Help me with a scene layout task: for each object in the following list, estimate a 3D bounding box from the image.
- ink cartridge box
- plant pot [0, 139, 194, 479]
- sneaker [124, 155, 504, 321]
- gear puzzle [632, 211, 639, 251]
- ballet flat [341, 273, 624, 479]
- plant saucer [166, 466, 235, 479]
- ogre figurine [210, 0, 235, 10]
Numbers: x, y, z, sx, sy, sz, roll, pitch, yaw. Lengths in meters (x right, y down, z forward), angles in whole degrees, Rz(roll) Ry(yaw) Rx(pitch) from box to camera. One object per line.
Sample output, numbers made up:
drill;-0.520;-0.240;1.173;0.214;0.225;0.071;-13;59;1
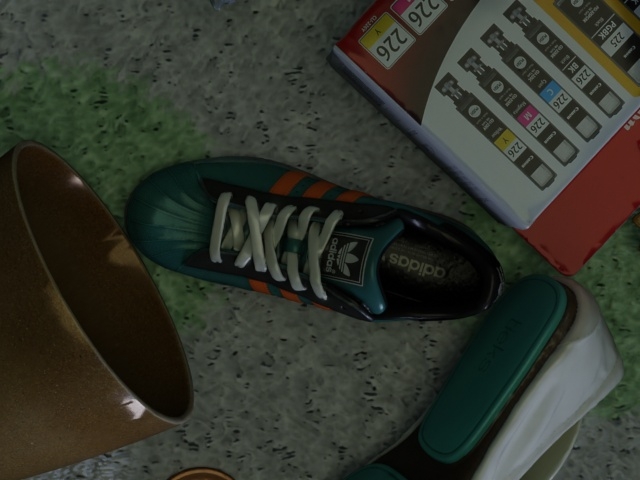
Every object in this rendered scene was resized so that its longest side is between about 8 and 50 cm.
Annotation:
ink cartridge box;0.208;-0.165;1.441;0.272;0.130;0.309;43;89;-3
plant pot;-0.263;0.088;1.379;0.254;0.237;0.237;-29;100;9
sneaker;0.000;0.000;1.448;0.302;0.121;0.108;9;94;-10
gear puzzle;0.368;-0.119;1.536;0.175;0.044;0.339;28;90;-4
ballet flat;0.102;0.208;1.494;0.139;0.139;0.400;41;88;-11
plant saucer;-0.097;0.226;1.511;0.083;0.013;0.083;-1;95;-9
ogre figurine;-0.053;-0.253;1.422;0.197;0.097;0.118;-39;112;-48
